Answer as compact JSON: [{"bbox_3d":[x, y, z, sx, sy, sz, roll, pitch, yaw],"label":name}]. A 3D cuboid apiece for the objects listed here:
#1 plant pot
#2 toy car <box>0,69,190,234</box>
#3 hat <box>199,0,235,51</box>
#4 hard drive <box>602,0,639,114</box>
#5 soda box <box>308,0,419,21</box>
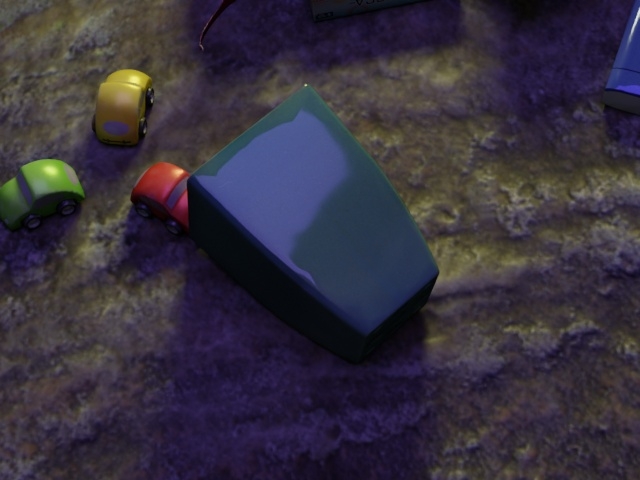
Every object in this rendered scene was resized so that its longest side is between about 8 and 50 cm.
[{"bbox_3d":[0.000,0.000,1.454,0.166,0.165,0.234,-39,76,-17],"label":"plant pot"},{"bbox_3d":[-0.257,-0.079,1.567,0.225,0.053,0.239,-24,63,-10],"label":"toy car"},{"bbox_3d":[-0.076,-0.330,1.708,0.208,0.183,0.173,-2,16,-29],"label":"hat"},{"bbox_3d":[0.475,-0.266,1.641,0.210,0.040,0.319,17,64,12],"label":"hard drive"},{"bbox_3d":[0.073,-0.317,1.676,0.183,0.063,0.058,-11,61,-4],"label":"soda box"}]
